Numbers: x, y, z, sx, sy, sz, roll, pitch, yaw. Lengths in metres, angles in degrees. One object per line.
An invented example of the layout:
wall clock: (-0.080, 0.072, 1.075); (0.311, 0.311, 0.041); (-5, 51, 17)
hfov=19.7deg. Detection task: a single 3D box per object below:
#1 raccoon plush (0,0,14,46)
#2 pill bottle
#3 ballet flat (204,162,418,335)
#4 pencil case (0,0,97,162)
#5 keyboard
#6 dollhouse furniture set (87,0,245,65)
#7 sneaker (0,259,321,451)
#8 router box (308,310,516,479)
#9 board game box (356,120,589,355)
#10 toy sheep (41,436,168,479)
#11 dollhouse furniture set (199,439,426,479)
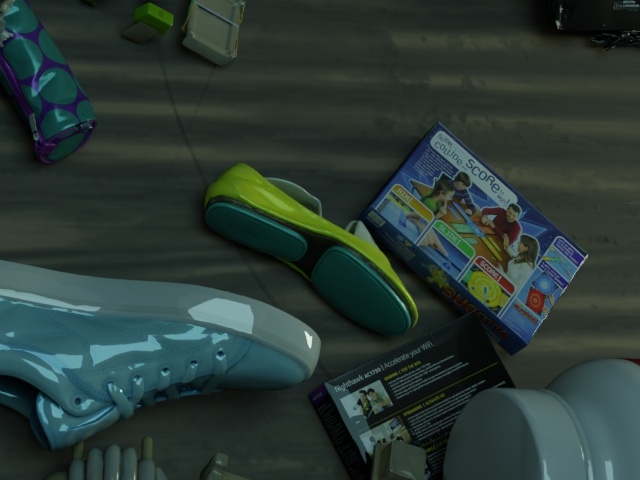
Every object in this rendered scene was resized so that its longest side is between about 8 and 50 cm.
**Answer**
raccoon plush: (-0.389, -0.083, 1.469); (0.216, 0.299, 0.446); (26, 64, -11)
pill bottle: (0.327, 0.221, 1.659); (0.407, 0.229, 0.229); (3, 70, -26)
ballet flat: (0.000, 0.000, 1.721); (0.231, 0.077, 0.077); (31, 47, -6)
pencil case: (-0.263, -0.149, 1.674); (0.070, 0.064, 0.152); (-23, 79, -52)
keyboard: (0.311, -0.247, 1.934); (0.192, 0.038, 0.100); (-3, 103, -28)
dollhouse furniture set: (-0.149, -0.220, 1.767); (0.151, 0.058, 0.076); (27, 55, -32)
sneaker: (-0.184, 0.116, 1.579); (0.366, 0.135, 0.150); (7, 69, -7)
router box: (0.098, 0.161, 1.712); (0.179, 0.046, 0.133); (-23, 80, -27)
board game box: (0.150, -0.003, 1.788); (0.201, 0.035, 0.136); (42, 55, -3)
toy sheep: (-0.173, 0.213, 1.568); (0.132, 0.091, 0.091); (-2, 71, -2)
dollhouse furniture set: (-0.094, 0.312, 1.553); (0.303, 0.174, 0.355); (21, 50, -14)
